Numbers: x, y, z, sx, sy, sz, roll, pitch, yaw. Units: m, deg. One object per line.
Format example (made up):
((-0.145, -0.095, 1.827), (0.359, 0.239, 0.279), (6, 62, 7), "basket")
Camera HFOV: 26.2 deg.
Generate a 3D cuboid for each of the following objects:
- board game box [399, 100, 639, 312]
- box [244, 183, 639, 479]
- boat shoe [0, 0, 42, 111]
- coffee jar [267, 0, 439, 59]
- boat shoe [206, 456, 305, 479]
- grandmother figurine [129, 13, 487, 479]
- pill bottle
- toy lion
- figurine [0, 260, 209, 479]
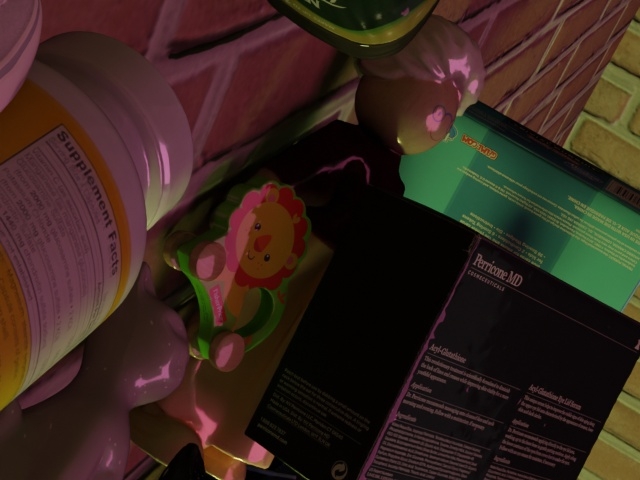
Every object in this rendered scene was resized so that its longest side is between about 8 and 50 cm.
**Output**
((0.134, 0.059, 1.277), (0.336, 0.254, 0.079), (-63, 169, 20), "board game box")
((0.097, 0.094, 0.937), (0.261, 0.103, 0.184), (26, 94, -50), "box")
((-0.134, -0.053, 0.336), (0.184, 0.066, 0.063), (-31, 152, -48), "boat shoe")
((0.011, -0.151, 0.597), (0.079, 0.096, 0.184), (-54, 167, -11), "coffee jar")
((-0.088, 0.211, 1.084), (0.109, 0.089, 0.258), (-29, -177, 33), "boat shoe")
((0.000, 0.000, 0.928), (0.342, 0.104, 0.208), (-58, 163, -1), "grandmother figurine")
((-0.118, 0.002, 0.419), (0.184, 0.103, 0.103), (-46, 163, -50), "pill bottle")
((-0.043, 0.015, 0.828), (0.096, 0.034, 0.100), (-29, 123, -34), "toy lion")
((-0.113, 0.142, 0.734), (0.209, 0.092, 0.215), (-54, 140, -52), "figurine")
